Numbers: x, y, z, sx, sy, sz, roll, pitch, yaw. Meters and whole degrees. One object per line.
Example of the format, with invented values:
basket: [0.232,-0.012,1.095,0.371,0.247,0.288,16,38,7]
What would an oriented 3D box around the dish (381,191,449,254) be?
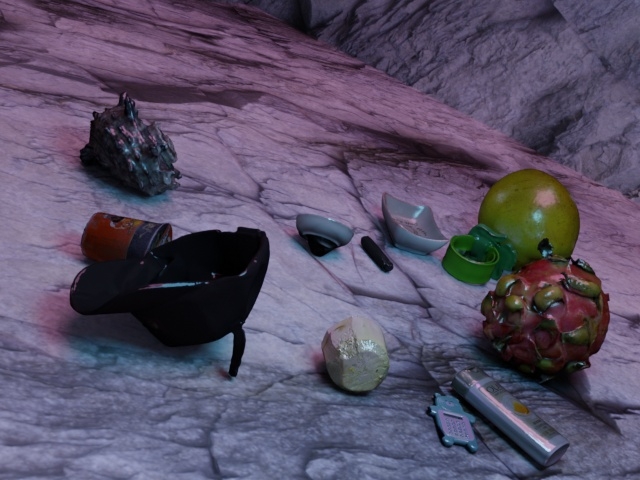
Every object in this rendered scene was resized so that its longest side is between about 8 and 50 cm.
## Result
dish: [0.235,-0.035,2.142,0.151,0.077,0.212,17,24,-17]

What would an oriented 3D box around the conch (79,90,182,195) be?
conch: [-0.412,-0.209,1.840,0.313,0.186,0.241,22,-12,48]

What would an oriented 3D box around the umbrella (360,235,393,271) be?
umbrella: [0.138,0.033,1.970,0.036,0.031,0.133,5,30,-31]

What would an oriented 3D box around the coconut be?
coconut: [0.063,0.197,1.453,0.116,0.116,0.122,16,23,-15]

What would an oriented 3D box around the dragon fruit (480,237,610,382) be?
dragon fruit: [0.477,0.154,1.746,0.291,0.269,0.250,7,18,-39]

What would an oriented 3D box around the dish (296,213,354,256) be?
dish: [0.000,0.000,1.883,0.141,0.078,0.141,17,-14,4]

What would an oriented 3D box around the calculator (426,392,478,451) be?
calculator: [0.238,0.323,1.459,0.094,0.019,0.141,15,25,-11]

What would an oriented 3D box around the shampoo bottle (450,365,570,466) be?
shampoo bottle: [0.349,0.322,1.512,0.086,0.055,0.227,-3,34,-47]

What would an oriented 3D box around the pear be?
pear: [0.575,-0.055,2.246,0.294,0.294,0.294,19,24,-9]

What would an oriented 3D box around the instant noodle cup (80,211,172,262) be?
instant noodle cup: [-0.358,0.007,1.497,0.136,0.127,0.127,17,23,8]

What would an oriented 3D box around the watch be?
watch: [0.405,0.044,2.078,0.165,0.131,0.152,32,36,19]

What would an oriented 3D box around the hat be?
hat: [-0.234,0.117,1.353,0.336,0.208,0.238,-20,25,-34]
